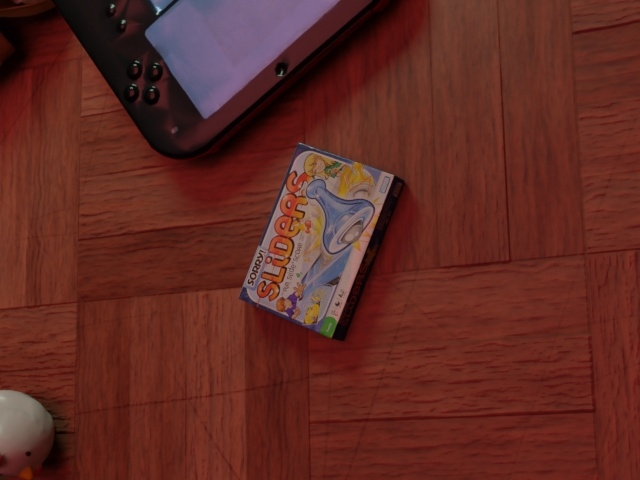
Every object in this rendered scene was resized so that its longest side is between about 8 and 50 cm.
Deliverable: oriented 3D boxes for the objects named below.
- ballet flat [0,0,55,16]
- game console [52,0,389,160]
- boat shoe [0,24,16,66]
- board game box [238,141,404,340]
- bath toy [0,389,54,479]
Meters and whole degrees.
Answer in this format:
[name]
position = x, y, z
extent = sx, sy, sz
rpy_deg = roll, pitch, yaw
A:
[ballet flat]
position = -0.422, -0.330, 1.613
extent = 0.073, 0.232, 0.080
rpy_deg = 9, 116, 67
[game console]
position = -0.128, -0.325, 1.506
extent = 0.386, 0.060, 0.342
rpy_deg = -39, 79, 14
[boat shoe]
position = -0.517, -0.358, 1.714
extent = 0.119, 0.122, 0.324
rpy_deg = -30, 74, 5
[board game box]
position = 0.000, 0.000, 1.433
extent = 0.136, 0.035, 0.201
rpy_deg = 20, 90, 27
[bath toy]
position = -0.470, 0.338, 1.548
extent = 0.348, 0.129, 0.151
rpy_deg = -43, 100, 14
